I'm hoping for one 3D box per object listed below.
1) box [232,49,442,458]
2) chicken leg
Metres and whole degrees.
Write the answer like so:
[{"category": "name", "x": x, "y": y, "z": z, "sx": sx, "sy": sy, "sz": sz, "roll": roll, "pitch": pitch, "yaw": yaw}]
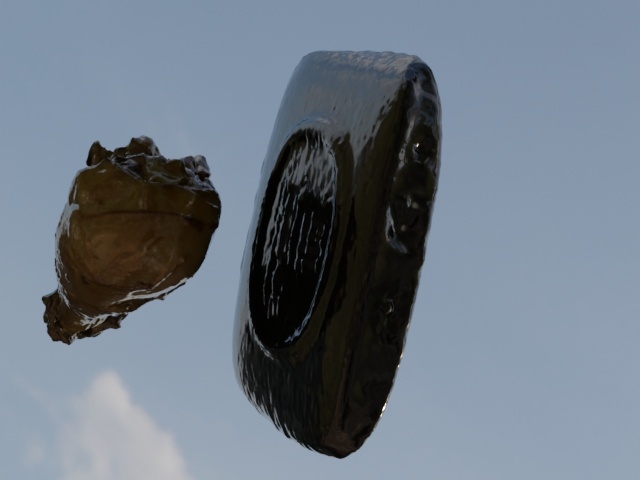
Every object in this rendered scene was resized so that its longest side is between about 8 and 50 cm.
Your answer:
[{"category": "box", "x": 0.000, "y": 0.000, "z": 0.920, "sx": 0.042, "sy": 0.213, "sz": 0.201, "roll": 13, "pitch": 1, "yaw": -23}, {"category": "chicken leg", "x": -0.118, "y": 0.004, "z": 0.995, "sx": 0.085, "sy": 0.101, "sz": 0.207, "roll": 12, "pitch": -26, "yaw": -18}]
